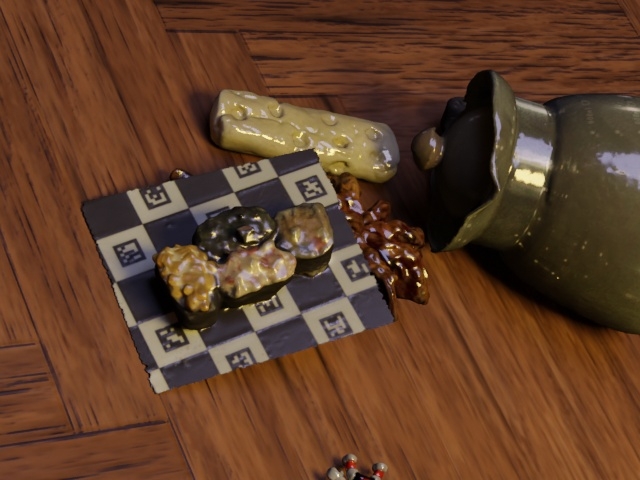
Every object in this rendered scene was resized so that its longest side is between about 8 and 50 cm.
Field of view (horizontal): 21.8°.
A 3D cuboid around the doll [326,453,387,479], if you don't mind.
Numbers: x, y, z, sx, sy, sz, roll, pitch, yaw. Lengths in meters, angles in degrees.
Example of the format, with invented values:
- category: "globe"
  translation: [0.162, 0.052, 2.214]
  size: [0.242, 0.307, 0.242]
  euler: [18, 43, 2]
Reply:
- category: "doll"
  translation: [0.034, 0.218, 1.319]
  size: [0.057, 0.039, 0.114]
  euler: [46, 25, -33]

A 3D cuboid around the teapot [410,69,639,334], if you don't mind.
- category: "teapot"
  translation: [0.220, -0.078, 1.582]
  size: [0.285, 0.223, 0.305]
  euler: [16, 48, -13]

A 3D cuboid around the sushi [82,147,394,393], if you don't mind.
- category: "sushi"
  translation: [-0.067, 0.005, 1.372]
  size: [0.215, 0.050, 0.192]
  euler: [-15, 62, -18]

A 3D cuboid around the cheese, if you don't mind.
- category: "cheese"
  translation: [-0.014, -0.097, 1.560]
  size: [0.194, 0.043, 0.065]
  euler: [13, 46, -26]

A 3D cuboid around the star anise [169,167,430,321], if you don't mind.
- category: "star anise"
  translation: [-0.003, 0.002, 1.463]
  size: [0.233, 0.073, 0.177]
  euler: [-2, 45, -26]
